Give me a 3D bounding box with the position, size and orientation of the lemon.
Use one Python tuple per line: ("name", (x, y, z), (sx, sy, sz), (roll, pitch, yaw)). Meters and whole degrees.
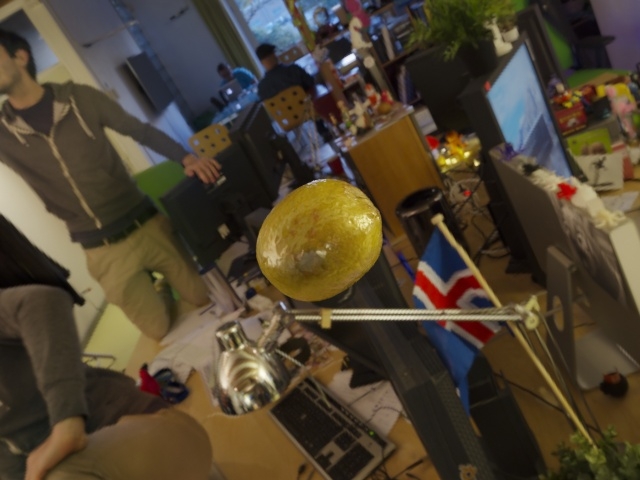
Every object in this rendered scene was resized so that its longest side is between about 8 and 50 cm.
("lemon", (0.000, 0.000, 0.871), (0.207, 0.170, 0.170), (-38, 16, 25))
